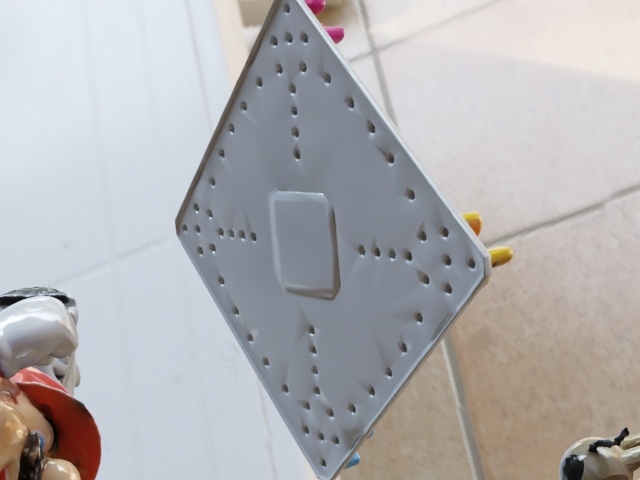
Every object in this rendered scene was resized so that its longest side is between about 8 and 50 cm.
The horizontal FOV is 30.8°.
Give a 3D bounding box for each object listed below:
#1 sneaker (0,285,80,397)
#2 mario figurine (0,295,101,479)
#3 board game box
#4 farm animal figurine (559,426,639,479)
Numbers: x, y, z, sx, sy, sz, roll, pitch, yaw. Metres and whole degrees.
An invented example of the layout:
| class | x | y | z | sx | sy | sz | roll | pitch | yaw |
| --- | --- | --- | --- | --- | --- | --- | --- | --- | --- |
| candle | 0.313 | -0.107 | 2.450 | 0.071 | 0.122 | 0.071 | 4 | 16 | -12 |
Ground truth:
| class | x | y | z | sx | sy | sz | roll | pitch | yaw |
| --- | --- | --- | --- | --- | --- | --- | --- | --- | --- |
| sneaker | -0.268 | 0.175 | 1.004 | 0.110 | 0.118 | 0.292 | 4 | 41 | 9 |
| mario figurine | -0.221 | 0.150 | 0.695 | 0.198 | 0.320 | 0.170 | -36 | 84 | 16 |
| board game box | 0.000 | 0.000 | 1.250 | 0.390 | 0.050 | 0.390 | 57 | 138 | 27 |
| farm animal figurine | 0.299 | 0.360 | 1.086 | 0.172 | 0.327 | 0.330 | -21 | 68 | -6 |
